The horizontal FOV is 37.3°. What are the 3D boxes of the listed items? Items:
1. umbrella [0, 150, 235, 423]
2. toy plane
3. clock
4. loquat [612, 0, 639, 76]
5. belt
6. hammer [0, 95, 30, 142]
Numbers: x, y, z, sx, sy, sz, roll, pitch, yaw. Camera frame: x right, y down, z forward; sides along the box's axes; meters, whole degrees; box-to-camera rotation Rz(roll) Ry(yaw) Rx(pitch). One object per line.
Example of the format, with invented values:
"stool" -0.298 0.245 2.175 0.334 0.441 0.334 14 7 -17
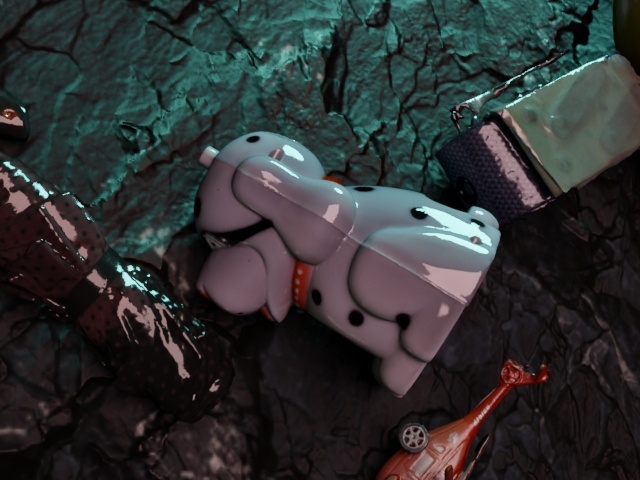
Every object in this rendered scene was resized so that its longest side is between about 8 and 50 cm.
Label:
"umbrella" -0.199 0.021 0.744 0.326 0.090 0.094 43 63 -10
"toy plane" 0.114 0.171 0.817 0.077 0.126 0.194 40 101 23
"clock" 0.001 0.004 0.804 0.254 0.189 0.189 27 66 0
"loquat" 0.449 -0.205 0.976 0.328 0.328 0.359 23 110 -15
"belt" 0.221 -0.107 0.930 0.230 0.139 0.126 -28 88 -25
"hammer" -0.377 -0.108 0.741 0.288 0.033 0.111 2 74 -22
